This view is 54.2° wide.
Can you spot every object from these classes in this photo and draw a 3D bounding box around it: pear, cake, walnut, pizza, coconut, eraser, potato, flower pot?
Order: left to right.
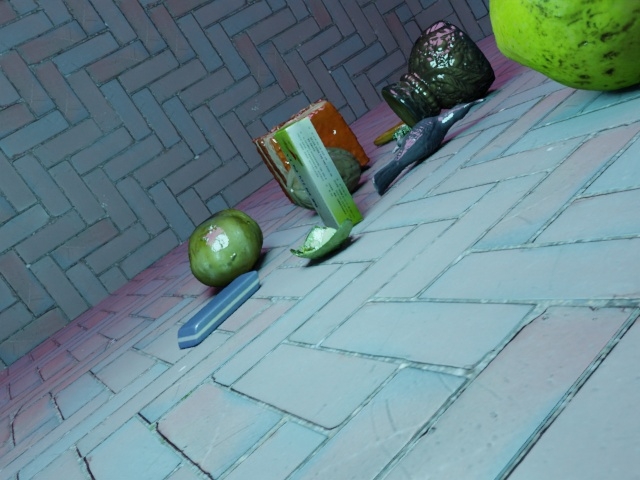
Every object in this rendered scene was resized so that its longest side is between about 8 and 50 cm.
[{"bbox_3d":[-0.217,0.145,1.339,0.082,0.036,0.225,-20,17,48],"label":"eraser"},{"bbox_3d":[-0.247,0.020,1.597,0.210,0.173,0.307,-32,9,-2],"label":"potato"},{"bbox_3d":[-0.028,-0.288,2.031,0.270,0.270,0.319,-35,14,-9],"label":"cake"},{"bbox_3d":[0.003,0.002,1.293,0.133,0.055,0.158,-37,11,-10],"label":"coconut"},{"bbox_3d":[0.013,-0.177,1.746,0.231,0.178,0.178,-25,8,-21],"label":"walnut"},{"bbox_3d":[0.276,-0.397,2.237,0.185,0.036,0.176,-30,10,25],"label":"pizza"},{"bbox_3d":[0.343,-0.479,1.898,0.267,0.266,0.266,-43,11,4],"label":"flower pot"},{"bbox_3d":[0.479,-0.438,1.086,0.391,0.391,0.391,-32,12,7],"label":"pear"}]

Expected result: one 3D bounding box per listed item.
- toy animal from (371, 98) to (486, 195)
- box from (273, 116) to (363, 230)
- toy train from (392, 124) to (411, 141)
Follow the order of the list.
[{"bbox_3d":[0.240,-0.244,1.603,0.367,0.081,0.206,-40,11,-11],"label":"toy animal"},{"bbox_3d":[-0.008,-0.149,1.432,0.062,0.260,0.175,-32,12,-8],"label":"box"},{"bbox_3d":[0.278,-0.362,2.096,0.053,0.033,0.083,-14,22,49],"label":"toy train"}]
